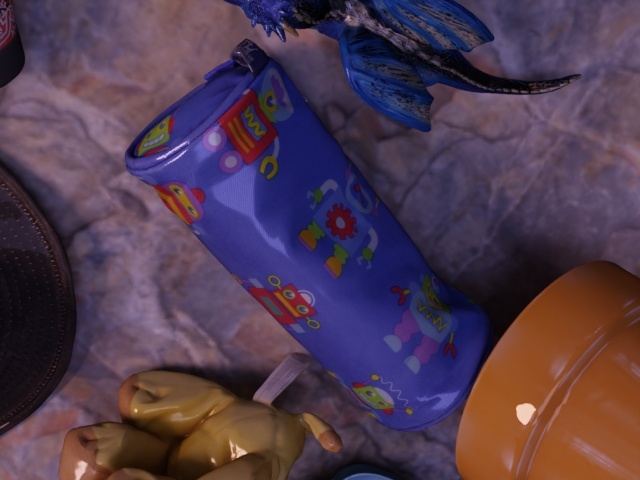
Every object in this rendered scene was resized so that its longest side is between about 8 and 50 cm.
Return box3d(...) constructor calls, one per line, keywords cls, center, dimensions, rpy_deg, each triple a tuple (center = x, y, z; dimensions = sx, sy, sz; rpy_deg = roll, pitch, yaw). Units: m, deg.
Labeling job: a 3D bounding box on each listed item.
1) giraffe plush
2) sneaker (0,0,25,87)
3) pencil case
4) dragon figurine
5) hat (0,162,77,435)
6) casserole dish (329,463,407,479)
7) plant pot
box3d(cls="giraffe plush", center=(-0.084, 0.206, 0.931), dimensions=(0.210, 0.181, 0.170), rpy_deg=(-25, 133, -35))
box3d(cls="sneaker", center=(-0.321, -0.126, 0.718), dimensions=(0.270, 0.090, 0.145), rpy_deg=(-25, 137, -20))
box3d(cls="pencil case", center=(0.000, 0.000, 0.856), dimensions=(0.119, 0.133, 0.306), rpy_deg=(-13, 126, 49))
box3d(cls="dragon figurine", center=(0.054, -0.132, 0.788), dimensions=(0.289, 0.144, 0.085), rpy_deg=(28, 108, -19))
box3d(cls="hat", center=(-0.339, 0.071, 0.826), dimensions=(0.331, 0.134, 0.331), rpy_deg=(-3, 114, -7))
box3d(cls="casserole dish", center=(0.061, 0.254, 1.023), dimensions=(0.188, 0.037, 0.114), rpy_deg=(29, 106, -20))
box3d(cls="plant pot", center=(0.235, 0.147, 0.872), dimensions=(0.205, 0.188, 0.205), rpy_deg=(-31, 138, -32))
